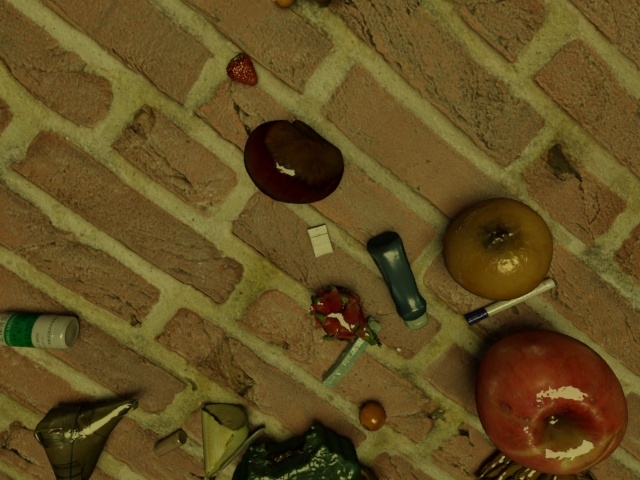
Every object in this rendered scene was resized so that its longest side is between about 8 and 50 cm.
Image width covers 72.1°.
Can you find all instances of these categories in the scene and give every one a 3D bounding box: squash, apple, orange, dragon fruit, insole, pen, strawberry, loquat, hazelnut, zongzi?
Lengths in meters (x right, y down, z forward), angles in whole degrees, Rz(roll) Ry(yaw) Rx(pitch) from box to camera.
[{"bbox_3d":[-0.269,0.622,1.303,0.170,0.093,0.251,12,106,42],"label":"squash"},{"bbox_3d":[0.591,0.410,1.168,0.365,0.364,0.363,0,103,-1],"label":"apple"},{"bbox_3d":[0.155,0.524,1.306,0.084,0.083,0.083,0,103,-1],"label":"orange"},{"bbox_3d":[0.073,0.219,1.193,0.236,0.137,0.135,45,113,8],"label":"dragon fruit"},{"bbox_3d":[-0.238,0.632,1.332,0.192,0.063,0.010,-47,66,5],"label":"insole"},{"bbox_3d":[0.542,0.174,1.258,0.269,0.033,0.033,-26,102,4],"label":"pen"},{"bbox_3d":[-0.193,-0.418,1.090,0.073,0.073,0.083,-35,125,6],"label":"strawberry"},{"bbox_3d":[0.444,0.021,1.111,0.264,0.263,0.262,0,103,-1],"label":"loquat"},{"bbox_3d":[-0.067,-0.180,1.085,0.252,0.217,0.216,11,103,-28],"label":"hazelnut"},{"bbox_3d":[-0.644,0.591,1.286,0.290,0.123,0.259,-8,108,-4],"label":"zongzi"}]

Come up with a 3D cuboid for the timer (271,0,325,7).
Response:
[{"bbox_3d":[-0.047,-0.603,1.034,0.152,0.132,0.131,-21,103,24],"label":"timer"}]

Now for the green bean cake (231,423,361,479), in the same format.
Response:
[{"bbox_3d":[-0.076,0.685,1.288,0.300,0.169,0.307,32,96,-10],"label":"green bean cake"}]

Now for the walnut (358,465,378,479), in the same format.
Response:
[{"bbox_3d":[0.110,0.829,1.321,0.141,0.204,0.238,38,100,-23],"label":"walnut"}]

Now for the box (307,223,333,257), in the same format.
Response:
[{"bbox_3d":[0.000,0.000,1.210,0.053,0.024,0.083,-17,104,2],"label":"box"}]

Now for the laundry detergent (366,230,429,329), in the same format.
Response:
[{"bbox_3d":[0.224,0.121,1.187,0.094,0.143,0.289,-28,106,-2],"label":"laundry detergent"}]

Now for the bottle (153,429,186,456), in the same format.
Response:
[{"bbox_3d":[-0.456,0.615,1.329,0.097,0.045,0.045,-31,102,6],"label":"bottle"}]

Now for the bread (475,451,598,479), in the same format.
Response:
[{"bbox_3d":[0.676,0.770,1.329,0.325,0.167,0.277,40,99,-8],"label":"bread"}]

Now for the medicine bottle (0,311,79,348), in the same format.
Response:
[{"bbox_3d":[-0.817,0.247,1.213,0.261,0.095,0.095,3,103,-2],"label":"medicine bottle"}]

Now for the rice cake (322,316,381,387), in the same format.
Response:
[{"bbox_3d":[0.090,0.327,1.278,0.045,0.042,0.245,33,100,-11],"label":"rice cake"}]
